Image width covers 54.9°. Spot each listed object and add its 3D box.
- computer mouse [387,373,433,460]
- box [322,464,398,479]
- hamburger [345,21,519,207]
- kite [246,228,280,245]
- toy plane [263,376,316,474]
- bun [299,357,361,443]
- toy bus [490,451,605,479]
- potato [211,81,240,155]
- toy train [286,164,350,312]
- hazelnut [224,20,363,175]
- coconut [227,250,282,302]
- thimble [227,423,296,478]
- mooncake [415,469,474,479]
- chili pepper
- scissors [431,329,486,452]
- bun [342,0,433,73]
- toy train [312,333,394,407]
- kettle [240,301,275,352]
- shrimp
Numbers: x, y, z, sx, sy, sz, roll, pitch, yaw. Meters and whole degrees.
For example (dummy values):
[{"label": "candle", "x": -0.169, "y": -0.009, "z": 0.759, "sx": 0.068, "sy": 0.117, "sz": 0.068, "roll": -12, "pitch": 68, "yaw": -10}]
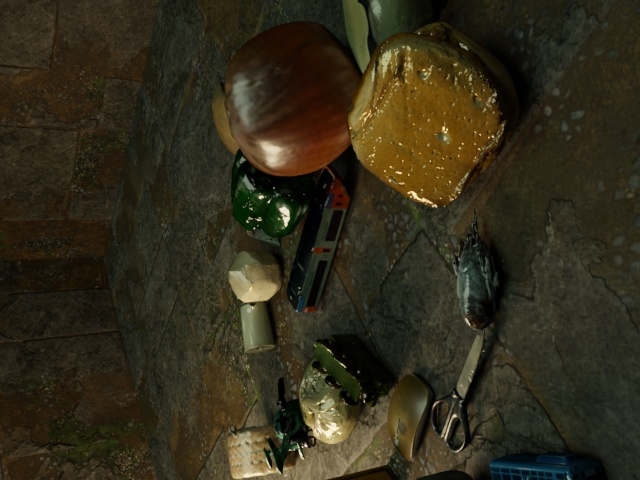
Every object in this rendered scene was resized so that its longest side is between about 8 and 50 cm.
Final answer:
[{"label": "computer mouse", "x": 0.193, "y": 0.395, "z": 1.371, "sx": 0.102, "sy": 0.044, "sz": 0.199, "roll": 42, "pitch": 125, "yaw": 52}, {"label": "box", "x": 0.027, "y": 0.639, "z": 1.406, "sx": 0.084, "sy": 0.301, "sz": 0.193, "roll": 42, "pitch": 126, "yaw": 51}, {"label": "hamburger", "x": 0.203, "y": -0.227, "z": 1.146, "sx": 0.284, "sy": 0.174, "sz": 0.304, "roll": 41, "pitch": 139, "yaw": 8}, {"label": "kite", "x": -0.196, "y": -0.111, "z": 1.975, "sx": 0.335, "sy": 0.011, "sz": 0.314, "roll": 64, "pitch": 146, "yaw": 24}, {"label": "toy plane", "x": -0.086, "y": 0.498, "z": 1.627, "sx": 0.382, "sy": 0.106, "sz": 0.155, "roll": -69, "pitch": -41, "yaw": -75}, {"label": "bun", "x": 0.012, "y": 0.411, "z": 1.594, "sx": 0.210, "sy": 0.116, "sz": 0.237, "roll": -9, "pitch": 86, "yaw": 59}, {"label": "toy bus", "x": 0.380, "y": 0.410, "z": 1.028, "sx": 0.184, "sy": 0.090, "sz": 0.106, "roll": -25, "pitch": 68, "yaw": 56}, {"label": "potato", "x": -0.235, "y": -0.316, "z": 1.881, "sx": 0.211, "sy": 0.189, "sz": 0.264, "roll": 62, "pitch": 140, "yaw": 35}, {"label": "toy train", "x": 0.000, "y": 0.000, "z": 1.618, "sx": 0.086, "sy": 0.089, "sz": 0.409, "roll": 55, "pitch": 135, "yaw": 52}, {"label": "hazelnut", "x": -0.056, "y": -0.330, "z": 1.449, "sx": 0.315, "sy": 0.372, "sz": 0.372, "roll": 12, "pitch": 102, "yaw": 56}, {"label": "coconut", "x": -0.207, "y": 0.109, "z": 1.886, "sx": 0.161, "sy": 0.162, "sz": 0.161, "roll": 5, "pitch": 96, "yaw": 59}, {"label": "thimble", "x": -0.176, "y": 0.625, "z": 1.845, "sx": 0.229, "sy": 0.196, "sz": 0.148, "roll": 90, "pitch": 171, "yaw": -74}, {"label": "mooncake", "x": 0.261, "y": 0.563, "z": 1.141, "sx": 0.275, "sy": 0.135, "sz": 0.275, "roll": 165, "pitch": 90, "yaw": -79}, {"label": "chili pepper", "x": -0.137, "y": -0.146, "z": 1.675, "sx": 0.257, "sy": 0.233, "sz": 0.249, "roll": 122, "pitch": 162, "yaw": -48}, {"label": "scissors", "x": 0.281, "y": 0.293, "z": 1.219, "sx": 0.109, "sy": 0.022, "sz": 0.300, "roll": 46, "pitch": 135, "yaw": 47}, {"label": "bun", "x": 0.154, "y": -0.467, "z": 1.272, "sx": 0.283, "sy": 0.179, "sz": 0.283, "roll": 165, "pitch": 90, "yaw": -86}, {"label": "toy train", "x": 0.077, "y": 0.307, "z": 1.471, "sx": 0.225, "sy": 0.137, "sz": 0.090, "roll": 40, "pitch": 117, "yaw": 46}, {"label": "kettle", "x": -0.197, "y": 0.276, "z": 1.964, "sx": 0.098, "sy": 0.127, "sz": 0.148, "roll": -21, "pitch": 68, "yaw": 23}, {"label": "shrimp", "x": 0.296, "y": 0.053, "z": 1.163, "sx": 0.090, "sy": 0.079, "sz": 0.233, "roll": -7, "pitch": 81, "yaw": 54}]
